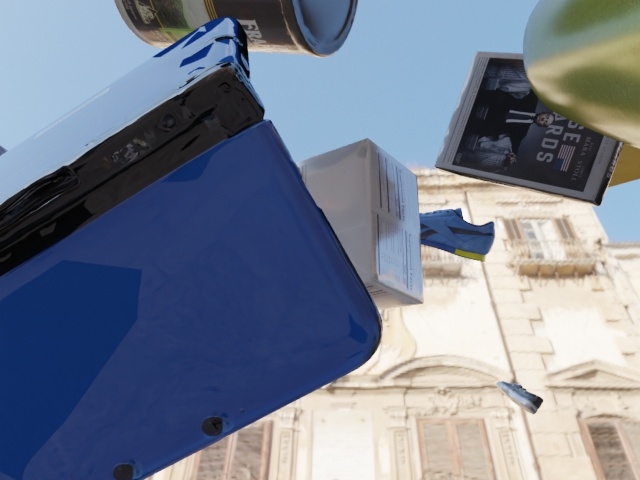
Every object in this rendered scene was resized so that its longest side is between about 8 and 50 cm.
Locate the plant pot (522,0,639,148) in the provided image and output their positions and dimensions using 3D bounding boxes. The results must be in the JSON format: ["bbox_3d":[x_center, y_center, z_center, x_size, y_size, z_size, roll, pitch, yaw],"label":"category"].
[{"bbox_3d":[0.310,-0.175,0.504,0.275,0.293,0.274,-3,-82,-21],"label":"plant pot"}]

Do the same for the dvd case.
[{"bbox_3d":[0.279,-0.155,0.823,0.030,0.239,0.179,18,-88,-45],"label":"dvd case"}]

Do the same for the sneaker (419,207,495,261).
[{"bbox_3d":[0.199,-0.028,1.092,0.210,0.069,0.082,15,-79,14],"label":"sneaker"}]

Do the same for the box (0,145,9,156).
[{"bbox_3d":[-0.538,0.012,1.003,0.308,0.076,0.242,-28,-41,13],"label":"box"}]

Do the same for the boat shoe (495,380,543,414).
[{"bbox_3d":[0.453,0.349,1.421,0.040,0.142,0.049,-43,-70,-6],"label":"boat shoe"}]

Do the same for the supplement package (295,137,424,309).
[{"bbox_3d":[0.000,0.000,0.919,0.262,0.203,0.145,-14,-24,33],"label":"supplement package"}]

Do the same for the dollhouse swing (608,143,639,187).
[{"bbox_3d":[0.570,-0.284,1.028,0.305,0.315,0.346,-15,-79,48],"label":"dollhouse swing"}]

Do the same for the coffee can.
[{"bbox_3d":[-0.111,-0.357,0.841,0.276,0.201,0.201,11,-47,26],"label":"coffee can"}]

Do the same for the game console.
[{"bbox_3d":[-0.137,0.010,0.443,0.293,0.250,0.173,-29,-60,9],"label":"game console"}]
